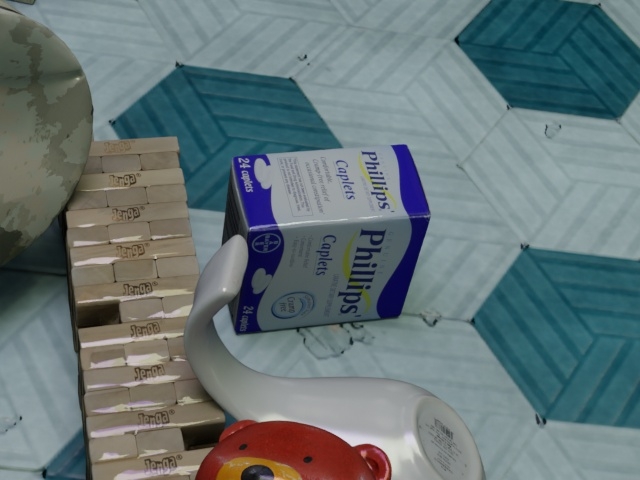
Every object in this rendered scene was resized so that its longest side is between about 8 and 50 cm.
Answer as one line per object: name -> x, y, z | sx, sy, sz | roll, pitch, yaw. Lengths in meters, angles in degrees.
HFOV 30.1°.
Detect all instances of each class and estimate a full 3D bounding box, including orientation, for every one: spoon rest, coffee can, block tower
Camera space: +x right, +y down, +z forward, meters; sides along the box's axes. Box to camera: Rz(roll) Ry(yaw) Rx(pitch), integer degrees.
spoon rest -> 0.012, 0.113, 0.779 | 0.276, 0.084, 0.137 | 43, 32, -23
coffee can -> -0.319, -0.119, 0.838 | 0.201, 0.201, 0.275 | -30, 47, -29
block tower -> -0.128, 0.067, 0.839 | 0.097, 0.091, 0.335 | -5, 53, -15

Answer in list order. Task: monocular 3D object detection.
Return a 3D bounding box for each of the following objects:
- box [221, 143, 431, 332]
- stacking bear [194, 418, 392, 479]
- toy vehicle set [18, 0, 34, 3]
box -> 0.000, 0.000, 0.892 | 0.137, 0.126, 0.072 | -6, 52, -15
stacking bear -> -0.046, 0.233, 0.637 | 0.175, 0.164, 0.289 | 6, 62, 23
toy vehicle set -> -0.381, -0.306, 1.041 | 0.267, 0.166, 0.035 | 12, 51, -2
